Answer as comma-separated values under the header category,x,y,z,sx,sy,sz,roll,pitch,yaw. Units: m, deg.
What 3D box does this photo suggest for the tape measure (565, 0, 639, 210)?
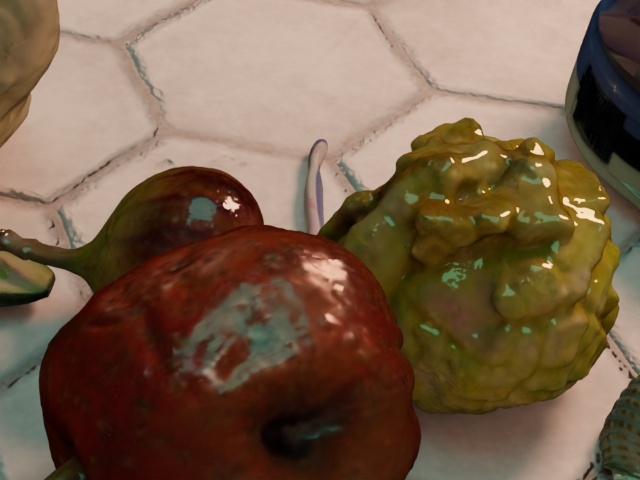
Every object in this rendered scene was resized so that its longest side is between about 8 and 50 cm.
category,x,y,z,sx,sy,sz,roll,pitch,yaw
tape measure,0.348,-0.123,1.748,0.259,0.138,0.262,-27,50,-34

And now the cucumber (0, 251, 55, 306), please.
category,x,y,z,sx,sy,sz,roll,pitch,yaw
cucumber,-0.265,0.033,1.569,0.107,0.035,0.067,14,32,0

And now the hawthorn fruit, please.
category,x,y,z,sx,sy,sz,roll,pitch,yaw
hawthorn fruit,-0.063,0.113,1.342,0.262,0.258,0.258,-6,39,8

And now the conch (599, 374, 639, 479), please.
category,x,y,z,sx,sy,sz,roll,pitch,yaw
conch,0.287,0.128,1.476,0.153,0.102,0.135,0,26,-6

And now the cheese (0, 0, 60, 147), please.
category,x,y,z,sx,sy,sz,roll,pitch,yaw
cheese,-0.329,-0.128,1.592,0.173,0.251,0.248,43,57,-7

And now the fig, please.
category,x,y,z,sx,sy,sz,roll,pitch,yaw
fig,-0.129,0.005,1.534,0.231,0.160,0.143,26,67,36

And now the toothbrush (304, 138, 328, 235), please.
category,x,y,z,sx,sy,sz,roll,pitch,yaw
toothbrush,0.000,0.000,1.650,0.027,0.021,0.269,7,39,-7

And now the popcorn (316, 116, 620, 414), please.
category,x,y,z,sx,sy,sz,roll,pitch,yaw
popcorn,0.110,0.017,1.497,0.259,0.212,0.259,14,37,-11
